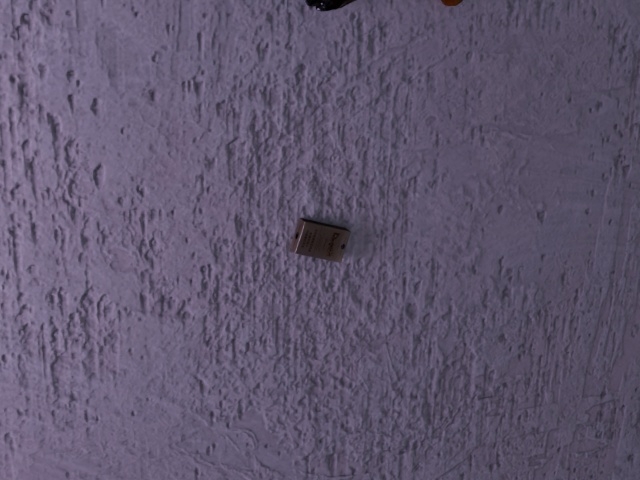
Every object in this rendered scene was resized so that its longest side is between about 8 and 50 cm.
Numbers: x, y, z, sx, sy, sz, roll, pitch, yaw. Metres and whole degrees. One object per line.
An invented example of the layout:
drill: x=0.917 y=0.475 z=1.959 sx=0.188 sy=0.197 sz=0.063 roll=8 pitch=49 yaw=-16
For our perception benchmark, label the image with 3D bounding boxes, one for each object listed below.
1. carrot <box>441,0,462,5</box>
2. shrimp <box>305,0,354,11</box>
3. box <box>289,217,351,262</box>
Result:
carrot: x=0.180 y=-0.434 z=1.597 sx=0.037 sy=0.037 sz=0.190 roll=-20 pitch=115 yaw=-18
shrimp: x=0.008 y=-0.400 z=1.518 sx=0.289 sy=0.075 sz=0.178 roll=-43 pitch=124 yaw=-21
box: x=0.000 y=0.000 z=1.676 sx=0.083 sy=0.024 sz=0.053 roll=13 pitch=103 yaw=-30
